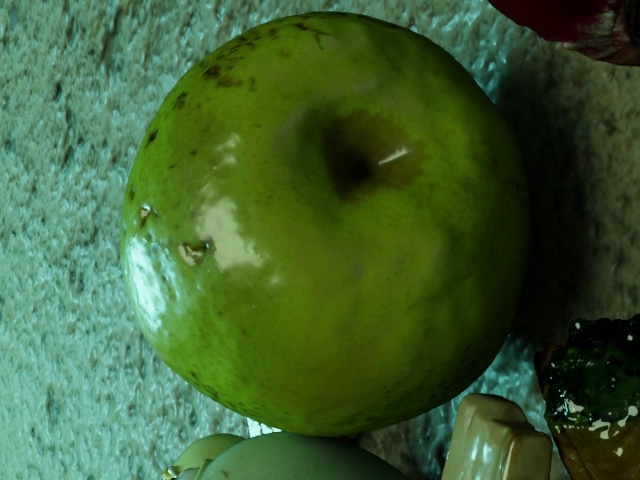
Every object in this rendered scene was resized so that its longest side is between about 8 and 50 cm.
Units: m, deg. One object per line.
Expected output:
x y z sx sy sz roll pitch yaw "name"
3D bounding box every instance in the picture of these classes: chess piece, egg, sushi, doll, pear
0.124 0.276 1.590 0.137 0.137 0.301 9 91 56 "chess piece"
0.006 0.285 1.793 0.203 0.282 0.203 -43 26 28 "egg"
0.252 0.129 1.540 0.287 0.149 0.140 -10 77 61 "sushi"
-0.118 0.264 2.024 0.117 0.296 0.141 27 89 9 "doll"
0.000 0.000 1.747 0.391 0.391 0.391 -3 86 56 "pear"

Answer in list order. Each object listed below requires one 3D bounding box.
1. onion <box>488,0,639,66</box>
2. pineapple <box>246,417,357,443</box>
0.219 -0.276 1.553 0.216 0.206 0.207 57 133 39 "onion"
-0.017 0.155 1.998 0.135 0.079 0.233 -37 59 51 "pineapple"
